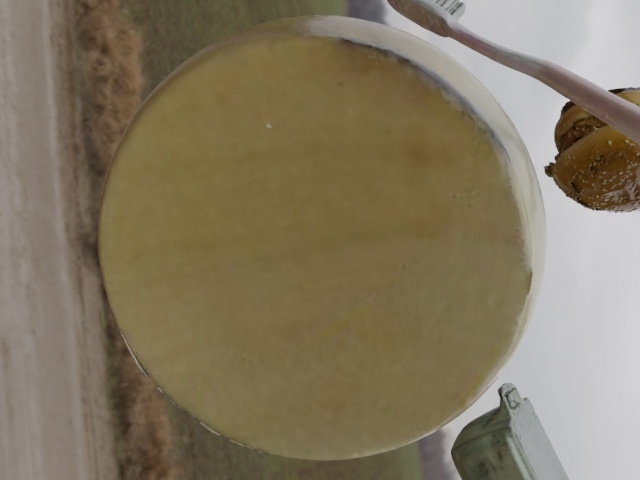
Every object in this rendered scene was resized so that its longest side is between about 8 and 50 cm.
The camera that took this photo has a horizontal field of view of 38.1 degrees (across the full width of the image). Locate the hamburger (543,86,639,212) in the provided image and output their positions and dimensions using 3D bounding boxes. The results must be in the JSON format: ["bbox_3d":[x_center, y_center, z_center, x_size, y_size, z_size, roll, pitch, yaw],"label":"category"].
[{"bbox_3d":[0.404,-0.109,1.220,0.181,0.190,0.118,-27,-130,50],"label":"hamburger"}]

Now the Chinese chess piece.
[{"bbox_3d":[0.000,0.000,0.528,0.097,0.250,0.251,-59,140,-73],"label":"Chinese chess piece"}]

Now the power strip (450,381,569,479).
[{"bbox_3d":[0.163,0.226,0.610,0.272,0.052,0.078,63,22,3],"label":"power strip"}]

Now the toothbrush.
[{"bbox_3d":[0.174,-0.102,0.617,0.029,0.307,0.025,-48,160,-22],"label":"toothbrush"}]
